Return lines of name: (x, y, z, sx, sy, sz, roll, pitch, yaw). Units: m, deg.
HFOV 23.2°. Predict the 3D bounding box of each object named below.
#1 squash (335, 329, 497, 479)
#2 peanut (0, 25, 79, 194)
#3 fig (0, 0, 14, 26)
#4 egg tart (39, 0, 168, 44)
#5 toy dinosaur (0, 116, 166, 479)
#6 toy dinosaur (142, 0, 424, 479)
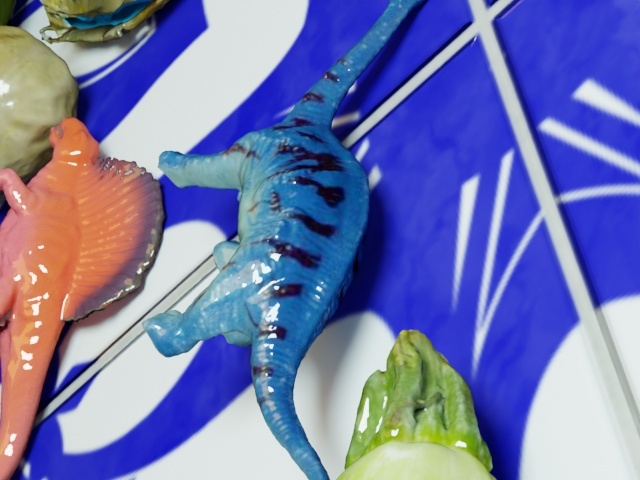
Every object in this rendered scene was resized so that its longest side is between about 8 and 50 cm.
squash: (0.028, 0.161, 0.575, 0.137, 0.137, 0.288, -8, 57, 49)
peanut: (-0.263, -0.070, 1.109, 0.236, 0.110, 0.120, -28, 55, 41)
fig: (-0.384, -0.204, 1.238, 0.326, 0.258, 0.258, -30, 44, 54)
egg tart: (-0.145, -0.272, 1.099, 0.290, 0.107, 0.291, -32, 44, 36)
toy dinosaur: (-0.155, 0.039, 0.958, 0.138, 0.070, 0.286, -11, 58, 22)
toy dinosaur: (-0.021, 0.000, 0.786, 0.144, 0.076, 0.329, -20, 41, 35)
